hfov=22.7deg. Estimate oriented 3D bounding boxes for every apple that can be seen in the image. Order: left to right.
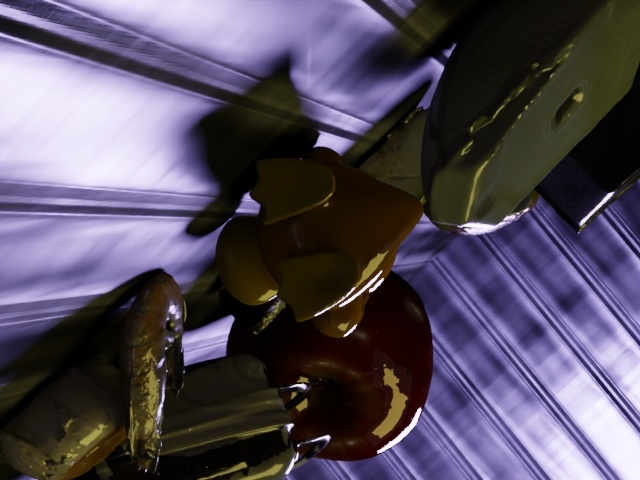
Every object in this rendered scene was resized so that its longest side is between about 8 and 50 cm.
[{"bbox_3d":[0.021,0.153,2.189,0.288,0.288,0.317,-45,-172,16],"label":"apple"}]

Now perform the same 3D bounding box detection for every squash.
[{"bbox_3d":[0.057,-0.044,1.968,0.252,0.093,0.169,-39,173,-26],"label":"squash"}]

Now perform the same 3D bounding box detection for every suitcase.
[{"bbox_3d":[-0.153,0.270,1.951,0.339,0.194,0.351,-14,164,-16],"label":"suitcase"}]

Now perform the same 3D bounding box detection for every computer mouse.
[{"bbox_3d":[0.242,-0.195,1.831,0.429,0.145,0.228,-47,149,-13],"label":"computer mouse"}]

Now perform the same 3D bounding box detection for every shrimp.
[{"bbox_3d":[-0.170,0.137,1.652,0.126,0.047,0.223,-46,144,-62],"label":"shrimp"}]

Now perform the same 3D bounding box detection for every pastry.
[{"bbox_3d":[-0.264,0.195,1.696,0.166,0.088,0.166,-41,168,-10],"label":"pastry"}]

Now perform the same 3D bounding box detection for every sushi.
[{"bbox_3d":[-0.069,0.050,1.911,0.090,0.078,0.150,-45,174,-30],"label":"sushi"}]

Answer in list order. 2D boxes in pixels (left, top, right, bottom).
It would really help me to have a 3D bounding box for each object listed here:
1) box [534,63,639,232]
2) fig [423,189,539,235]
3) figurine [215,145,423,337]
[{"bbox_3d":[0.388,-0.223,2.066,0.345,0.251,0.204,-41,172,-11],"label":"box"},{"bbox_3d":[0.234,-0.099,2.325,0.181,0.181,0.191,125,-12,-58],"label":"fig"},{"bbox_3d":[0.006,-0.002,1.636,0.215,0.215,0.228,-40,-175,-21],"label":"figurine"}]
